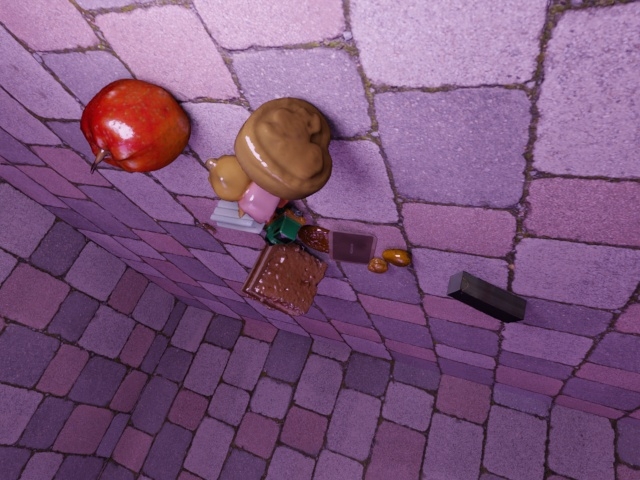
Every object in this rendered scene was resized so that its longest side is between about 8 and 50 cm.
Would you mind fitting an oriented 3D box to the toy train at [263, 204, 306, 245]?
[{"bbox_3d":[-0.138,-0.044,1.456,0.091,0.136,0.227,31,145,-25],"label":"toy train"}]

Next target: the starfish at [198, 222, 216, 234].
[{"bbox_3d":[-0.513,-0.054,1.870,0.078,0.028,0.091,11,157,33],"label":"starfish"}]

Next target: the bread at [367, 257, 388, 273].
[{"bbox_3d":[0.224,0.101,1.581,0.083,0.046,0.081,-8,149,38],"label":"bread"}]

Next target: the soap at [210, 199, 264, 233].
[{"bbox_3d":[-0.290,-0.099,1.482,0.197,0.119,0.066,10,155,30],"label":"soap"}]

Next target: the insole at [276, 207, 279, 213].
[{"bbox_3d":[-0.197,-0.139,1.477,0.193,0.006,0.065,33,153,-25],"label":"insole"}]

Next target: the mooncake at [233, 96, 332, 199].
[{"bbox_3d":[-0.080,-0.217,0.938,0.234,0.235,0.117,32,153,-23],"label":"mooncake"}]

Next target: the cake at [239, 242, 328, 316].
[{"bbox_3d":[-0.164,0.168,1.748,0.255,0.282,0.290,32,155,-16],"label":"cake"}]

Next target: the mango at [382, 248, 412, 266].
[{"bbox_3d":[0.272,0.060,1.457,0.114,0.057,0.079,12,159,38],"label":"mango"}]

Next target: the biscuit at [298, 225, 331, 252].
[{"bbox_3d":[0.000,0.001,1.580,0.187,0.027,0.188,17,154,9],"label":"biscuit"}]

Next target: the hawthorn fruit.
[{"bbox_3d":[-0.508,-0.278,1.093,0.254,0.300,0.254,19,153,10],"label":"hawthorn fruit"}]

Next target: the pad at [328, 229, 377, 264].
[{"bbox_3d":[0.118,0.031,1.539,0.176,0.002,0.266,7,154,6],"label":"pad"}]

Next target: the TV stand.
[{"bbox_3d":[0.596,0.207,1.467,0.269,0.083,0.088,25,156,-7],"label":"TV stand"}]

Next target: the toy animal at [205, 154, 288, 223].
[{"bbox_3d":[-0.237,-0.165,1.274,0.281,0.169,0.195,38,108,-21],"label":"toy animal"}]
